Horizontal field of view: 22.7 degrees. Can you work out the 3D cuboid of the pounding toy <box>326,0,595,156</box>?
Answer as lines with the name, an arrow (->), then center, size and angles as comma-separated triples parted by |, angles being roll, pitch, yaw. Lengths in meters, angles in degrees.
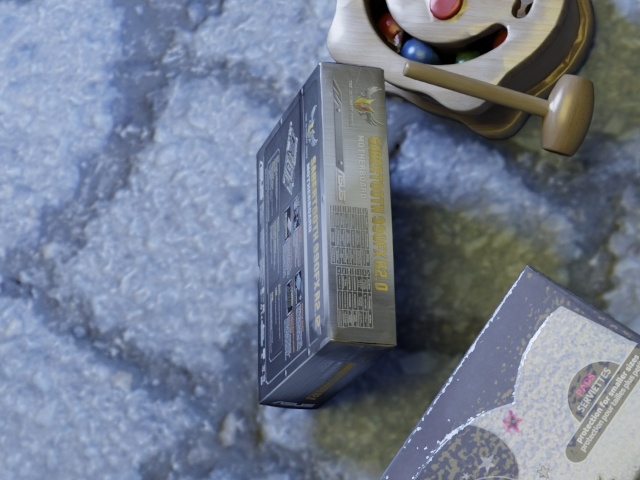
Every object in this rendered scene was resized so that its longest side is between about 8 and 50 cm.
pounding toy -> 0.119, -0.181, 1.283 | 0.269, 0.155, 0.154 | 26, 88, 31

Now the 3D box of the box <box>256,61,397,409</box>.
box -> 0.000, 0.000, 1.266 | 0.056, 0.183, 0.231 | 5, 67, -18

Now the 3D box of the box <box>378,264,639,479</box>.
box -> 0.159, 0.174, 1.140 | 0.163, 0.142, 0.247 | 34, 88, 32
